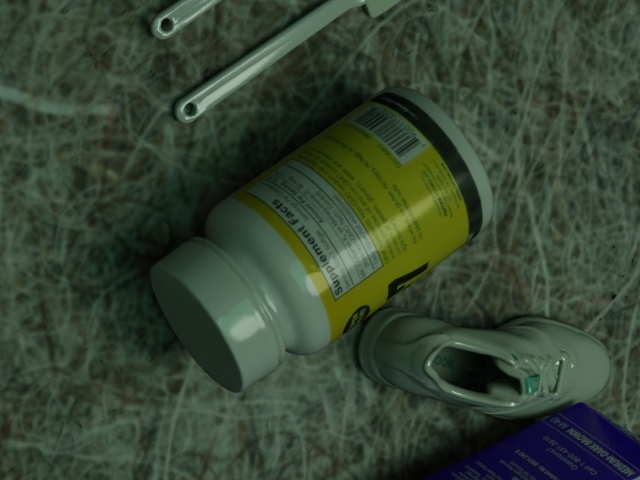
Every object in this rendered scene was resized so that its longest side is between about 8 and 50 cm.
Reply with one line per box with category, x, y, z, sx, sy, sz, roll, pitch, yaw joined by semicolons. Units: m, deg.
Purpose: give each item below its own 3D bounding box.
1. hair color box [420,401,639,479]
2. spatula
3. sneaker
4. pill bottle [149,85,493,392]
hair color box;0.086;0.269;1.235;0.339;0.110;0.185;-23;124;-26
spatula;-0.027;-0.198;1.154;0.242;0.019;0.168;-36;120;-19
sneaker;0.136;0.096;1.257;0.212;0.094;0.080;6;95;-31
pill bottle;0.000;0.000;1.146;0.208;0.119;0.119;-35;115;-19
